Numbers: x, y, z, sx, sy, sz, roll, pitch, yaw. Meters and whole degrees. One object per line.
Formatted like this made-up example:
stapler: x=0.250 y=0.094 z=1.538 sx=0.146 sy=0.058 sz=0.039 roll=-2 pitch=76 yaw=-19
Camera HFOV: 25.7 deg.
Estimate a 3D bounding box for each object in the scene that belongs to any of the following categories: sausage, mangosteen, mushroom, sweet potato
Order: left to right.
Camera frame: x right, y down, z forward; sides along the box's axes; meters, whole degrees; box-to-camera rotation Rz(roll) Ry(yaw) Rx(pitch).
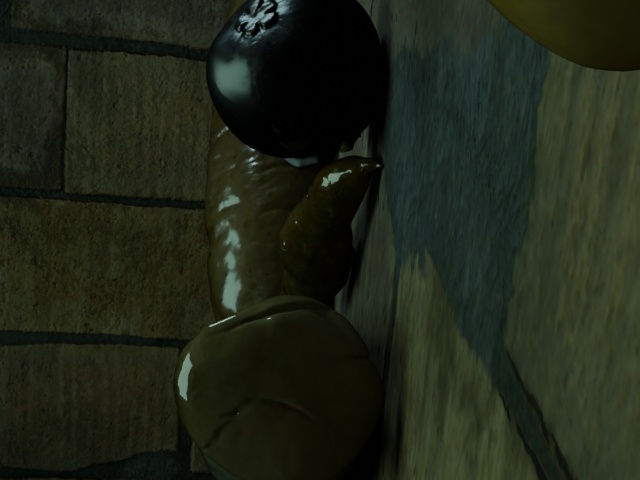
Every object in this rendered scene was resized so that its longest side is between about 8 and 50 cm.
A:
sausage: x=-0.048 y=-0.110 z=1.421 sx=0.136 sy=0.123 sz=0.500 roll=53 pitch=-150 yaw=-50
mushroom: x=-0.031 y=0.128 z=1.031 sx=0.407 sy=0.138 sz=0.154 roll=83 pitch=-158 yaw=-83
mangosteen: x=-0.010 y=-0.118 z=1.050 sx=0.151 sy=0.137 sz=0.137 roll=50 pitch=-150 yaw=-46
sweet potato: x=0.000 y=0.000 z=1.116 sx=0.274 sy=0.067 sz=0.067 roll=113 pitch=160 yaw=-62

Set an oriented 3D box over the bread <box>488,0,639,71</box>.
bread: x=0.059 y=-0.147 z=0.375 sx=0.217 sy=0.098 sz=0.147 roll=-96 pitch=14 yaw=-54
